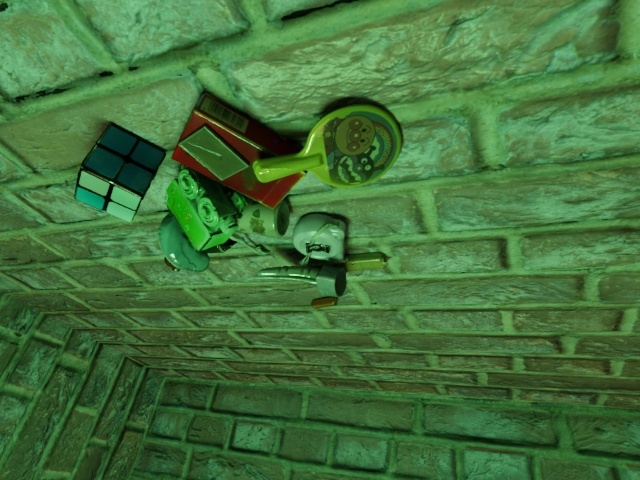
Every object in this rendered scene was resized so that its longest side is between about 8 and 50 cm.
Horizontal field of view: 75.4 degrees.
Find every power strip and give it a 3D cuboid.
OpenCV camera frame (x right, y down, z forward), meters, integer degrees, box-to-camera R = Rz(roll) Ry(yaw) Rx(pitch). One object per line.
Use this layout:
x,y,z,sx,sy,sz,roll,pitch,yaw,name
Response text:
0.096,0.082,1.501,0.306,0.044,0.064,-7,143,23,power strip

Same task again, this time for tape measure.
-0.003,0.001,1.355,0.179,0.105,0.196,4,147,12,tape measure

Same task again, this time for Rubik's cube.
-0.568,-0.186,1.179,0.167,0.183,0.180,28,145,-21,Rubik's cube

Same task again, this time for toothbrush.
-0.302,-0.016,1.419,0.037,0.028,0.375,-16,151,28,toothbrush

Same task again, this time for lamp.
-0.568,0.077,1.647,0.101,0.090,0.101,11,180,0,lamp

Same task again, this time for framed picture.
-0.267,-0.215,1.040,0.109,0.011,0.149,-19,135,34,framed picture

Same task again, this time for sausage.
0.014,0.271,1.801,0.131,0.041,0.039,-15,160,34,sausage

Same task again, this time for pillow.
-0.411,-0.014,1.336,0.086,0.233,0.214,-16,129,39,pillow

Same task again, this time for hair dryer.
-0.418,0.037,1.429,0.196,0.248,0.077,-2,109,18,hair dryer

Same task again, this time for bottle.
-0.231,-0.079,1.289,0.253,0.120,0.120,7,146,18,bottle

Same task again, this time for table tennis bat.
0.016,-0.208,1.005,0.369,0.054,0.224,-12,134,1,table tennis bat

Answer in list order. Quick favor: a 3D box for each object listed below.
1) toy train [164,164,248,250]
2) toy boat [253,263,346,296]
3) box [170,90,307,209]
-0.333,-0.103,1.196,0.188,0.132,0.243,-39,81,38,toy train
-0.033,0.132,1.463,0.294,0.111,0.276,6,171,29,toy boat
-0.208,-0.225,1.097,0.313,0.089,0.197,27,140,-21,box
